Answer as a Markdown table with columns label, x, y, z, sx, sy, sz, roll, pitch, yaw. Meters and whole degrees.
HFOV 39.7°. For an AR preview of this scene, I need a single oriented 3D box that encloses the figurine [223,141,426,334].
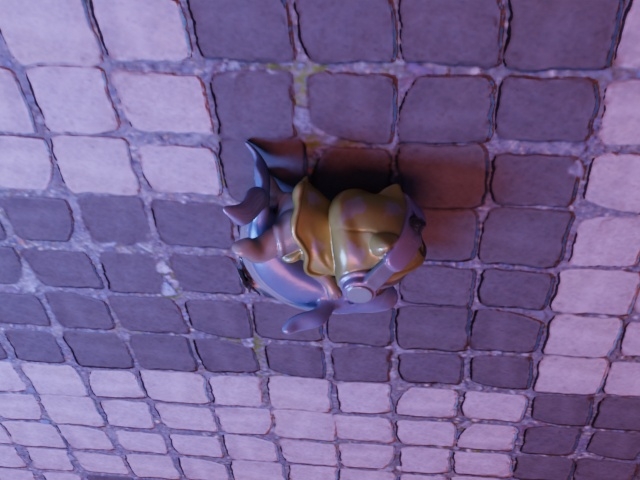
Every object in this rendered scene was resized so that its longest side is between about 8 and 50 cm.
| label | x | y | z | sx | sy | sz | roll | pitch | yaw |
| --- | --- | --- | --- | --- | --- | --- | --- | --- | --- |
| figurine | 0.000 | 0.000 | 0.817 | 0.184 | 0.128 | 0.208 | -28 | 125 | 32 |
